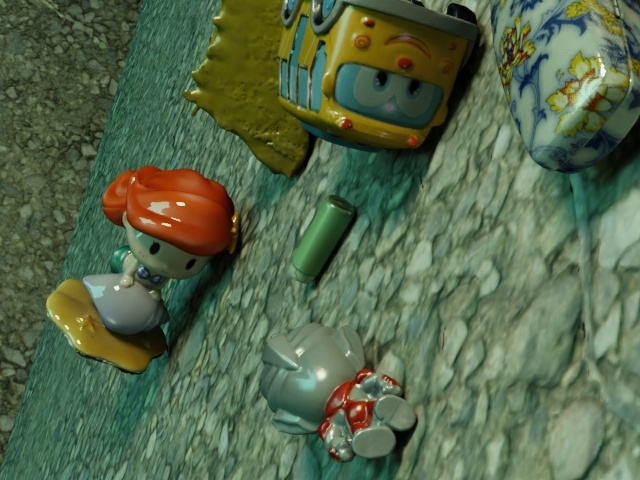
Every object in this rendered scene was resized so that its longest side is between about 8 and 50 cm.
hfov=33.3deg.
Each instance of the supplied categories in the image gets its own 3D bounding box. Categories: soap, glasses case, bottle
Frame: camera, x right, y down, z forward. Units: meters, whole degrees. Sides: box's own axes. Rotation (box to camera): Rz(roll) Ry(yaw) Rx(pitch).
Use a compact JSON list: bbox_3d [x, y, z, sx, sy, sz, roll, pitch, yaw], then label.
[{"bbox_3d":[-0.005,-0.257,1.049,0.304,0.169,0.339,147,141,-75],"label":"soap"},{"bbox_3d":[0.148,-0.142,0.661,0.087,0.065,0.248,-49,28,41],"label":"glasses case"},{"bbox_3d":[0.000,0.000,0.962,0.083,0.030,0.030,-60,21,24],"label":"bottle"}]

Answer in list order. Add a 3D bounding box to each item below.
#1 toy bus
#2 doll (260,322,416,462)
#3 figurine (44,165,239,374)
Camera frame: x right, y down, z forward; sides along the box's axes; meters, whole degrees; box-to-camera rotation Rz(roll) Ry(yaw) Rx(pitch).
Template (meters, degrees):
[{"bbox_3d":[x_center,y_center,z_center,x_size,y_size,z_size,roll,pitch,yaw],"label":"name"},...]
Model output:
[{"bbox_3d":[0.035,-0.146,0.889,0.209,0.126,0.136,-139,64,-69],"label":"toy bus"},{"bbox_3d":[0.006,0.108,0.774,0.094,0.079,0.180,-54,32,-5],"label":"doll"},{"bbox_3d":[-0.207,0.008,1.308,0.257,0.181,0.208,-52,-5,23],"label":"figurine"}]
